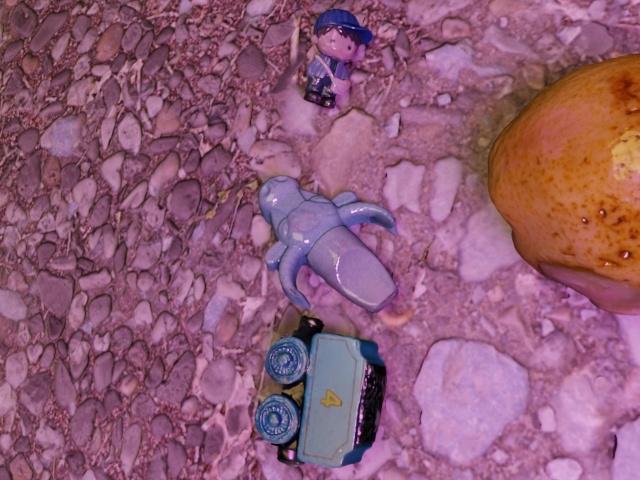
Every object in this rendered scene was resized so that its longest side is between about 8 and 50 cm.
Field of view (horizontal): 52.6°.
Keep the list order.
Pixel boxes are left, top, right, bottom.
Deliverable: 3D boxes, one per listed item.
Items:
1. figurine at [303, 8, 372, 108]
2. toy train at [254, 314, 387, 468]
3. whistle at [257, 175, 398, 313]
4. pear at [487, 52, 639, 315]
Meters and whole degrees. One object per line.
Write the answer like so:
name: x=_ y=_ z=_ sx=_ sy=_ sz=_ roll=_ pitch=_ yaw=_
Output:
figurine: x=0.021 y=-0.281 z=1.005 sx=0.087 sy=0.086 sz=0.149 roll=-138 pitch=64 yaw=-71
toy train: x=0.003 y=0.204 z=0.862 sx=0.155 sy=0.107 sz=0.197 roll=6 pitch=80 yaw=23
whistle: x=0.000 y=0.000 z=0.925 sx=0.186 sy=0.093 sz=0.274 roll=-39 pitch=61 yaw=-15
pear: x=0.310 y=-0.064 z=0.673 sx=0.271 sy=0.271 sz=0.271 roll=-8 pitch=73 yaw=27
